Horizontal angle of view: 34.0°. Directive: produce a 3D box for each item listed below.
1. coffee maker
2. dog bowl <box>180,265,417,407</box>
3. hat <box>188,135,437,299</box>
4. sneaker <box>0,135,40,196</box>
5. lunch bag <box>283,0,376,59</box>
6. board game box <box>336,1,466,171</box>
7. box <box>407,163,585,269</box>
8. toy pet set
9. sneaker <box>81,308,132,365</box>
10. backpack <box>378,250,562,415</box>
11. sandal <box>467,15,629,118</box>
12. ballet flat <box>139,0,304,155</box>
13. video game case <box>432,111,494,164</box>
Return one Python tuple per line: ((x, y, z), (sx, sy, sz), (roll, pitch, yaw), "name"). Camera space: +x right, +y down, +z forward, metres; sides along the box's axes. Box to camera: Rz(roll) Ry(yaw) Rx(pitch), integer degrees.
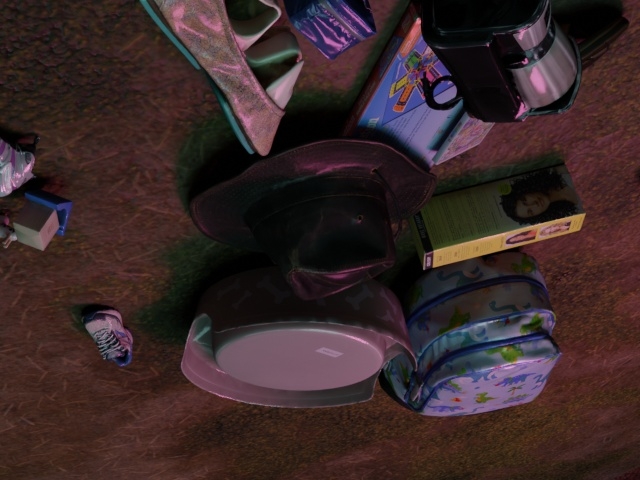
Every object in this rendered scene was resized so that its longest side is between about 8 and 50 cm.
((0.162, -0.193, 1.046), (0.171, 0.120, 0.178), (-24, 151, 16), "coffee maker")
((-0.031, 0.146, 1.553), (0.349, 0.102, 0.348), (0, 152, 0), "dog bowl")
((0.000, 0.000, 1.317), (0.331, 0.134, 0.331), (-9, 160, -3), "hat")
((-0.332, -0.101, 1.118), (0.069, 0.038, 0.098), (-31, 135, -25), "sneaker")
((0.009, -0.232, 1.019), (0.065, 0.067, 0.098), (-29, 147, 21), "lunch bag")
((0.116, -0.167, 1.226), (0.145, 0.027, 0.281), (-3, 149, -25), "board game box")
((0.244, -0.033, 1.463), (0.232, 0.087, 0.058), (-15, 153, -3), "box")
((-0.351, -0.046, 1.201), (0.114, 0.065, 0.122), (20, 146, 7), "toy pet set")
((-0.305, 0.144, 1.530), (0.052, 0.058, 0.135), (-19, 150, 6), "sneaker")
((0.247, 0.155, 1.663), (0.290, 0.273, 0.355), (-4, 137, -8), "backpack")
((0.253, -0.207, 1.183), (0.219, 0.060, 0.090), (-27, 173, -6), "sandal")
((-0.078, -0.187, 1.023), (0.106, 0.107, 0.316), (-27, 151, 5), "ballet flat")
((0.193, -0.145, 1.282), (0.087, 0.011, 0.122), (-27, 161, -35), "video game case")
